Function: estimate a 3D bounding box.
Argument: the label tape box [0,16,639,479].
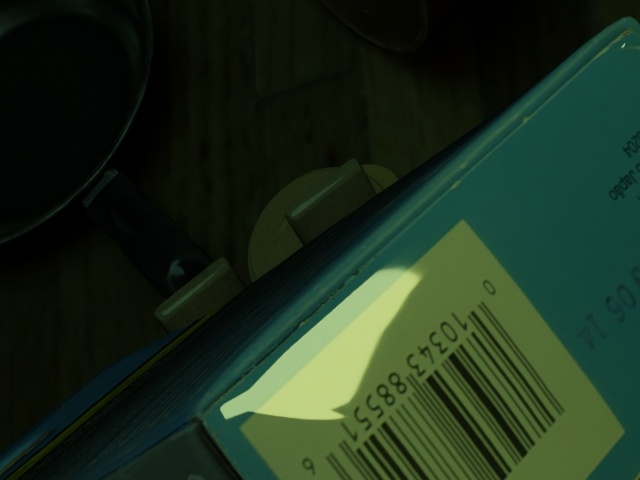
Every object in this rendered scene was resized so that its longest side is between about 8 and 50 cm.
[{"bbox_3d":[-0.030,0.086,0.664,0.333,0.106,0.240,-34,5,47],"label":"label tape box"}]

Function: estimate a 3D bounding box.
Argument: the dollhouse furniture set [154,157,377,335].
[{"bbox_3d":[0.022,0.138,0.845,0.259,0.135,0.262,-38,51,-7],"label":"dollhouse furniture set"}]

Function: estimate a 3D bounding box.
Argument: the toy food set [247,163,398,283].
[{"bbox_3d":[0.000,0.000,0.976,0.082,0.020,0.083,-7,62,28],"label":"toy food set"}]

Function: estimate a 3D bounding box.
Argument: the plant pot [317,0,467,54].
[{"bbox_3d":[0.070,-0.245,0.970,0.230,0.215,0.215,-38,50,-11],"label":"plant pot"}]

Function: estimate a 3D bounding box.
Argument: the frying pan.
[{"bbox_3d":[-0.120,-0.064,1.063,0.326,0.053,0.197,15,73,33],"label":"frying pan"}]
